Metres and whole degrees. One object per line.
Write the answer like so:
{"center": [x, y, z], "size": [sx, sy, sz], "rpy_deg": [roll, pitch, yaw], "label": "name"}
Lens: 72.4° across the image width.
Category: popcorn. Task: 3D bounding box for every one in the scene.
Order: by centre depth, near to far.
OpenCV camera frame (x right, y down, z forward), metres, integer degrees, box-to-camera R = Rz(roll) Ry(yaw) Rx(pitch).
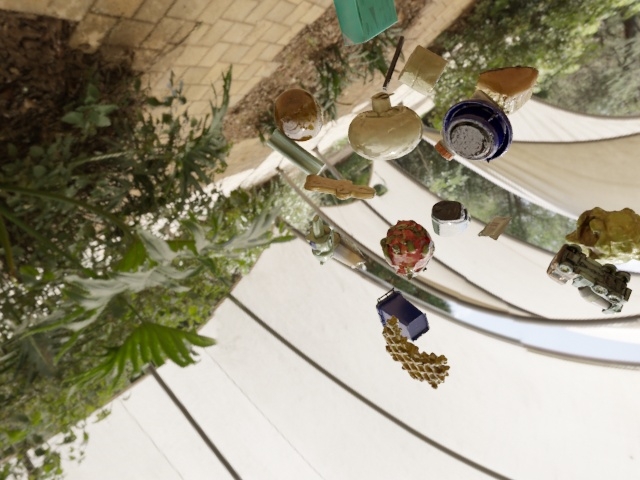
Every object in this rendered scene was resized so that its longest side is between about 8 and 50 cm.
{"center": [1.005, -0.004, 1.513], "size": [0.256, 0.254, 0.195], "rpy_deg": [115, -8, -71], "label": "popcorn"}

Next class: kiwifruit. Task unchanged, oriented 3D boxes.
{"center": [-0.087, -0.502, 1.777], "size": [0.195, 0.196, 0.234], "rpy_deg": [-34, 167, 1], "label": "kiwifruit"}

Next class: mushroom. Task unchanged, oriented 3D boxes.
{"center": [0.207, -0.369, 1.400], "size": [0.245, 0.203, 0.246], "rpy_deg": [-8, -159, 3], "label": "mushroom"}

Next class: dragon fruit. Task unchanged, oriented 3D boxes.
{"center": [0.397, 0.034, 2.018], "size": [0.231, 0.237, 0.303], "rpy_deg": [-43, 160, -6], "label": "dragon fruit"}

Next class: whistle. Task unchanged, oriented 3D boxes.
{"center": [0.000, 0.000, 1.627], "size": [0.091, 0.245, 0.110], "rpy_deg": [9, -127, 21], "label": "whistle"}

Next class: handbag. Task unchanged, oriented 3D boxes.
{"center": [0.093, 0.043, 1.797], "size": [0.095, 0.173, 0.117], "rpy_deg": [-51, -159, 9], "label": "handbag"}

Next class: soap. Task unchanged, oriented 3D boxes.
{"center": [-0.107, -0.389, 1.975], "size": [0.088, 0.265, 0.160], "rpy_deg": [-53, -176, 8], "label": "soap"}

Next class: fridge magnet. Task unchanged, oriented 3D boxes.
{"center": [0.575, -0.400, 1.622], "size": [0.113, 0.265, 0.265], "rpy_deg": [-49, -172, -26], "label": "fridge magnet"}

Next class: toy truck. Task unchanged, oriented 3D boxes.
{"center": [0.853, 0.132, 1.391], "size": [0.108, 0.256, 0.140], "rpy_deg": [-48, 162, -27], "label": "toy truck"}

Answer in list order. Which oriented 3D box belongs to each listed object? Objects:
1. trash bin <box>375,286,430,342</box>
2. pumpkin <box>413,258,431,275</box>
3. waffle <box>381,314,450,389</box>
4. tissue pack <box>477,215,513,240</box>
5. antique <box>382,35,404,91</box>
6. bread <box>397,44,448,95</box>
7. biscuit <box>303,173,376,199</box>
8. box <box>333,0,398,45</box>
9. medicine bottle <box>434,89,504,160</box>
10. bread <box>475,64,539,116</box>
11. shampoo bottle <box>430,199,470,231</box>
{"center": [0.386, 0.353, 2.068], "size": [0.162, 0.184, 0.234], "rpy_deg": [-31, -150, -17], "label": "trash bin"}
{"center": [0.486, 0.110, 2.225], "size": [0.167, 0.125, 0.167], "rpy_deg": [-36, -168, 9], "label": "pumpkin"}
{"center": [0.336, 0.428, 1.618], "size": [0.069, 0.293, 0.260], "rpy_deg": [-37, 146, -25], "label": "waffle"}
{"center": [0.766, -0.056, 1.918], "size": [0.123, 0.026, 0.193], "rpy_deg": [-54, -175, 3], "label": "tissue pack"}
{"center": [0.251, -0.607, 1.504], "size": [0.031, 0.015, 0.192], "rpy_deg": [27, 82, -76], "label": "antique"}
{"center": [0.391, -0.648, 1.674], "size": [0.148, 0.141, 0.134], "rpy_deg": [-59, -174, 33], "label": "bread"}
{"center": [0.062, -0.166, 1.409], "size": [0.153, 0.234, 0.030], "rpy_deg": [-76, 175, -62], "label": "biscuit"}
{"center": [0.197, -0.985, 1.863], "size": [0.118, 0.205, 0.311], "rpy_deg": [6, -139, 39], "label": "box"}
{"center": [0.620, -0.477, 1.855], "size": [0.289, 0.157, 0.157], "rpy_deg": [-48, 174, 31], "label": "medicine bottle"}
{"center": [0.814, -0.655, 1.907], "size": [0.261, 0.163, 0.204], "rpy_deg": [-5, 156, 11], "label": "bread"}
{"center": [0.466, -0.074, 1.562], "size": [0.134, 0.078, 0.359], "rpy_deg": [2, 173, 16], "label": "shampoo bottle"}
